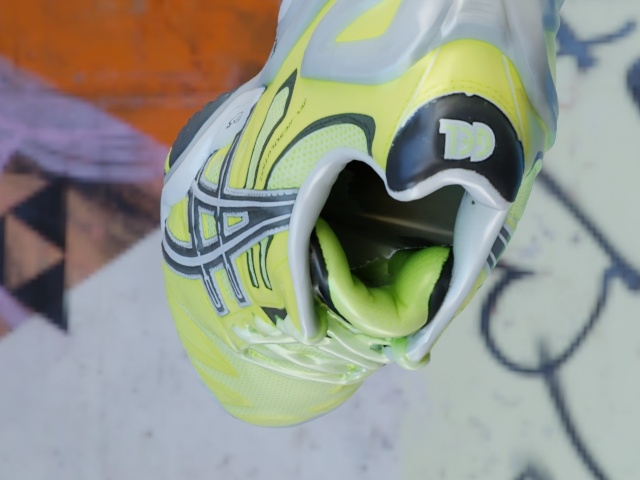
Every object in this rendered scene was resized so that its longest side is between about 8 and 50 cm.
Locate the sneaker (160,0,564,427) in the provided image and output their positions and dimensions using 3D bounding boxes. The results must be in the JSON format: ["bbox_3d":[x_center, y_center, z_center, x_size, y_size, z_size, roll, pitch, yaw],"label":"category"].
[{"bbox_3d":[0.000,0.000,0.883,0.384,0.145,0.147,112,167,-56],"label":"sneaker"}]
